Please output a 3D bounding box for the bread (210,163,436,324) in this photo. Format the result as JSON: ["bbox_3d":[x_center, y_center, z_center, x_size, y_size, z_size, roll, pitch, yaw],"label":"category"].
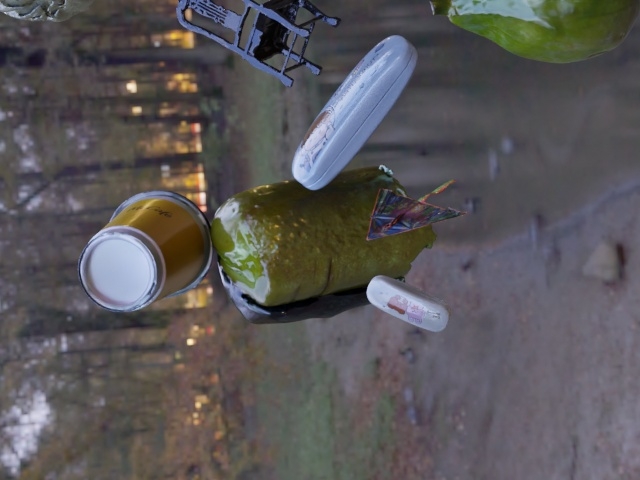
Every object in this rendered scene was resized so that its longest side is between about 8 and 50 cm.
[{"bbox_3d":[0.000,0.000,1.863,0.208,0.377,0.251,123,132,-59],"label":"bread"}]

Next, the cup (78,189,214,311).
[{"bbox_3d":[-0.296,0.023,1.790,0.279,0.196,0.196,-48,-44,-76],"label":"cup"}]

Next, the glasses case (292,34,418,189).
[{"bbox_3d":[0.034,-0.128,1.073,0.178,0.045,0.067,-53,27,10],"label":"glasses case"}]

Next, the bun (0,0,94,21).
[{"bbox_3d":[-0.513,-0.496,1.884,0.259,0.259,0.152,92,-179,-46],"label":"bun"}]

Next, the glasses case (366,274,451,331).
[{"bbox_3d":[0.083,0.060,1.009,0.021,0.083,0.032,-47,-24,-54],"label":"glasses case"}]

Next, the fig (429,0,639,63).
[{"bbox_3d":[0.352,-0.382,1.675,0.233,0.314,0.233,-13,-90,-69],"label":"fig"}]

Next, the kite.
[{"bbox_3d":[0.123,-0.044,1.465,0.190,0.159,0.010,21,139,52],"label":"kite"}]

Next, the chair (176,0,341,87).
[{"bbox_3d":[-0.101,-0.349,1.690,0.113,0.229,0.106,-38,-23,-53],"label":"chair"}]
